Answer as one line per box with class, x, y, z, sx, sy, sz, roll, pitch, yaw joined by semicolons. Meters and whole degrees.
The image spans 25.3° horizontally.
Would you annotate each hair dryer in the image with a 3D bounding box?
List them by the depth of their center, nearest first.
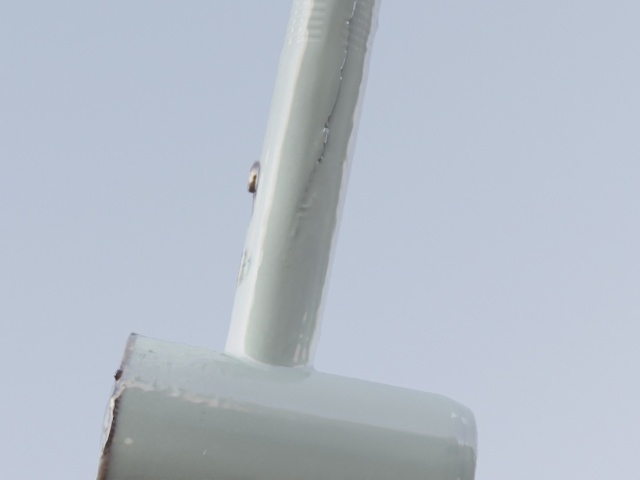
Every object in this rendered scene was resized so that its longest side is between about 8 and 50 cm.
hair dryer;0.000;0.000;0.532;0.131;0.236;0.073;10;-15;-5
